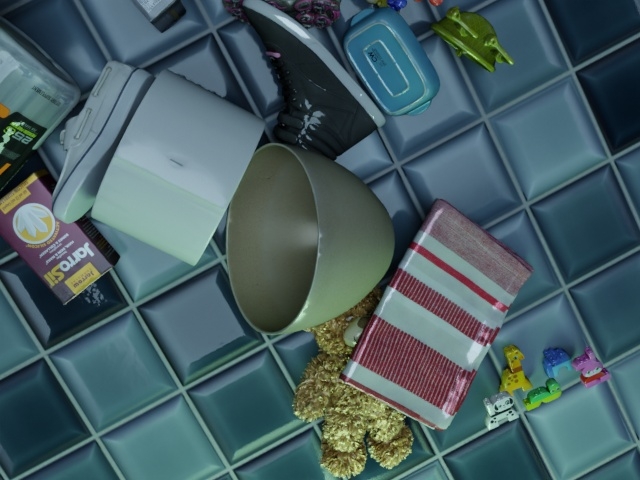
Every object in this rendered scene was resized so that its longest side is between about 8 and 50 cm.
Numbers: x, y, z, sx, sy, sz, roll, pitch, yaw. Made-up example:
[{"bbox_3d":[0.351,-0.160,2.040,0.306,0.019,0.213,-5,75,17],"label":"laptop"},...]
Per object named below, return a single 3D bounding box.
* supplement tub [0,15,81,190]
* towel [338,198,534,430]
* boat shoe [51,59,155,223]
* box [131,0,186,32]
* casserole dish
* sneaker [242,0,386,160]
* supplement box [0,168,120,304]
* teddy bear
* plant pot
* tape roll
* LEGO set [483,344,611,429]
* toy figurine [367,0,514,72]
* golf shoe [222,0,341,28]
[{"bbox_3d":[-0.531,-0.158,1.170,0.207,0.207,0.338,42,93,-11],"label":"supplement tub"},{"bbox_3d":[0.196,0.128,1.318,0.237,0.037,0.329,32,84,-28],"label":"towel"},{"bbox_3d":[-0.349,-0.156,1.228,0.088,0.096,0.268,24,80,4],"label":"boat shoe"},{"bbox_3d":[-0.295,-0.412,1.165,0.056,0.183,0.231,-42,100,2],"label":"box"},{"bbox_3d":[0.108,-0.276,1.277,0.114,0.037,0.188,-27,105,31],"label":"casserole dish"},{"bbox_3d":[-0.041,-0.229,1.241,0.147,0.104,0.296,-47,117,1],"label":"sneaker"},{"bbox_3d":[-0.419,-0.007,1.270,0.104,0.081,0.188,-38,101,1],"label":"supplement box"},{"bbox_3d":[0.069,0.239,1.350,0.245,0.113,0.338,8,99,-10],"label":"teddy bear"},{"bbox_3d":[0.000,0.000,1.244,0.191,0.284,0.284,2,100,-33],"label":"plant pot"},{"bbox_3d":[-0.208,-0.107,1.194,0.169,0.246,0.246,27,96,-9],"label":"tape roll"},{"bbox_3d":[0.366,0.223,1.388,0.227,0.087,0.093,-23,116,-2],"label":"LEGO set"},{"bbox_3d":[0.185,-0.441,1.216,0.362,0.191,0.217,32,90,-11],"label":"toy figurine"},{"bbox_3d":[-0.059,-0.380,1.264,0.186,0.067,0.086,4,62,2],"label":"golf shoe"}]
